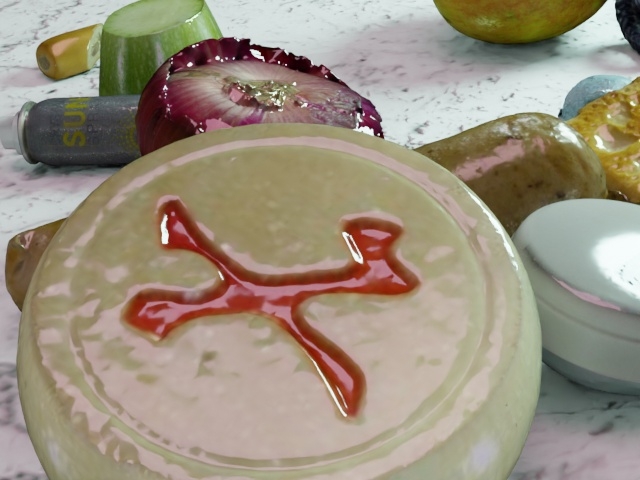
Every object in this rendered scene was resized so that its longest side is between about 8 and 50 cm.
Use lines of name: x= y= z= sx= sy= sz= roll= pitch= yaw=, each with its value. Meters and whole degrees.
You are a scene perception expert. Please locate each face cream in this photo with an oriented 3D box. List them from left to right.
face cream: x=-0.200 y=-0.116 z=1.473 sx=0.283 sy=0.073 sz=0.073 roll=-1 pitch=28 yaw=10

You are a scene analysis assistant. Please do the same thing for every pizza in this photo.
pizza: x=0.354 y=-0.074 z=1.236 sx=0.323 sy=0.089 sz=0.223 roll=19 pitch=56 yaw=38

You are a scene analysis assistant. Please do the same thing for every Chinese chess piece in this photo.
Chinese chess piece: x=-0.026 y=0.073 z=0.920 sx=0.338 sy=0.140 sz=0.338 roll=-2 pitch=49 yaw=2

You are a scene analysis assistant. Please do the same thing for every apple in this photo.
apple: x=0.229 y=-0.353 z=1.652 sx=0.226 sy=0.246 sz=0.246 roll=-16 pitch=21 yaw=29

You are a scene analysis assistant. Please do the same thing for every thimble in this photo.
thimble: x=0.381 y=-0.255 z=1.597 sx=0.066 sy=0.095 sz=0.104 roll=-20 pitch=65 yaw=-6

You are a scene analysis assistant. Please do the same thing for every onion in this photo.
onion: x=-0.053 y=-0.088 z=1.299 sx=0.248 sy=0.161 sz=0.248 roll=-3 pitch=39 yaw=3

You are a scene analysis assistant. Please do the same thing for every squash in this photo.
squash: x=-0.178 y=-0.202 z=1.594 sx=0.170 sy=0.123 sz=0.170 roll=-9 pitch=31 yaw=5

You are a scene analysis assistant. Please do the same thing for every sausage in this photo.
sausage: x=0.000 y=0.003 z=1.141 sx=0.500 sy=0.136 sz=0.123 roll=-13 pitch=14 yaw=-10

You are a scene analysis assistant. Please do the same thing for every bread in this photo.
bread: x=-0.301 y=-0.237 z=1.751 sx=0.103 sy=0.049 sz=0.062 roll=-23 pitch=32 yaw=-25

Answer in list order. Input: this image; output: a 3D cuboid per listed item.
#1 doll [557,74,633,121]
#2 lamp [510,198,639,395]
doll: x=0.322 y=-0.113 z=1.376 sx=0.179 sy=0.075 sz=0.120 roll=12 pitch=-12 yaw=-6
lamp: x=0.236 y=0.055 z=1.019 sx=0.246 sy=0.108 sz=0.179 roll=26 pitch=38 yaw=35
